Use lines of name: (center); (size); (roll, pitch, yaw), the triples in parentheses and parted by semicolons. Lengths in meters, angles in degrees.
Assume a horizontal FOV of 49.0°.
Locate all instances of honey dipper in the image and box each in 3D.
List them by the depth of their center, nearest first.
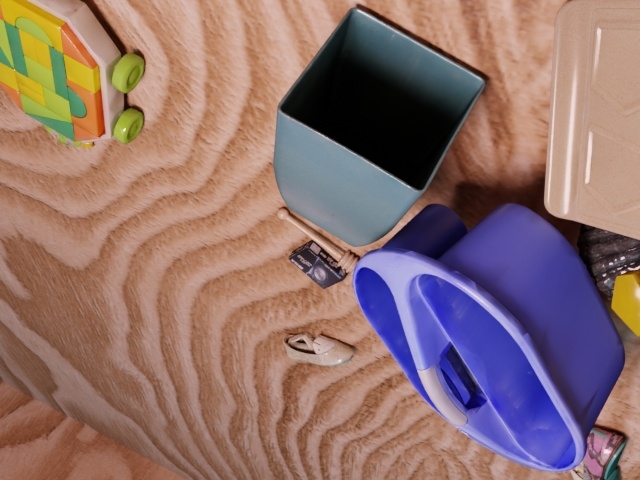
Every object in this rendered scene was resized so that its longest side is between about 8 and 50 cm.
honey dipper: (0.000, 0.000, 1.096); (0.161, 0.030, 0.030); (38, 147, 0)

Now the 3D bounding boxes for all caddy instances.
caddy: (0.180, 0.116, 0.789); (0.241, 0.179, 0.341); (4, 134, 55)

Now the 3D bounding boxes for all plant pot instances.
plant pot: (0.046, -0.102, 0.813); (0.166, 0.165, 0.234); (31, 155, 3)

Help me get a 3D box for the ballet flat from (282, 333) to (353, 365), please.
ballet flat: (-0.012, 0.206, 1.345); (0.168, 0.057, 0.052); (-6, 121, 43)

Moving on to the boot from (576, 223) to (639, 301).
boot: (0.447, 0.034, 0.657); (0.348, 0.131, 0.260); (43, 143, 11)

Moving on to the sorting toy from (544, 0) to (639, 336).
sorting toy: (0.305, -0.053, 0.614); (0.229, 0.041, 0.307); (22, 122, 49)

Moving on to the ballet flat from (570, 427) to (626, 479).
ballet flat: (0.457, 0.380, 1.175); (0.079, 0.077, 0.221); (30, 147, 39)

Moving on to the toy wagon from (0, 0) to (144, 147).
toy wagon: (-0.399, -0.242, 1.075); (0.267, 0.068, 0.344); (30, 147, 5)

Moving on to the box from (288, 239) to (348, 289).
box: (-0.004, 0.040, 1.155); (0.083, 0.018, 0.067); (42, 145, -14)
